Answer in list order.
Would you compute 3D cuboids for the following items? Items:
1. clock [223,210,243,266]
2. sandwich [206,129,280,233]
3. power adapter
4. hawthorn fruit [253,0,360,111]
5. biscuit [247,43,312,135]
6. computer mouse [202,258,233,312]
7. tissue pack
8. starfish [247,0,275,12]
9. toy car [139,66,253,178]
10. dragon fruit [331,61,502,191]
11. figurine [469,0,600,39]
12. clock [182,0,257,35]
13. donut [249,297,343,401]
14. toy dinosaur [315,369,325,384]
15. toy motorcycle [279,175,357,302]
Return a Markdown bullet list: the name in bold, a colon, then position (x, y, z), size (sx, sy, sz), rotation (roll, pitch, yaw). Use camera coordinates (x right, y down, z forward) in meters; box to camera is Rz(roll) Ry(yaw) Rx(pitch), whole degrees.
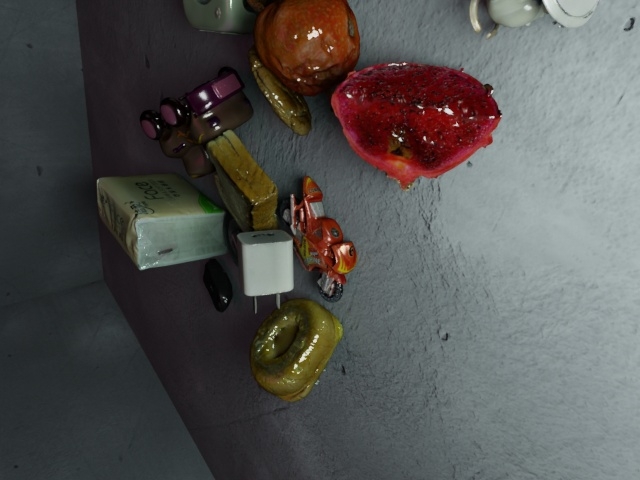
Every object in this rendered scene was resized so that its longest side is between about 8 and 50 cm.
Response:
- **clock**: position (-0.248, -0.006, 1.386), size (0.214, 0.041, 0.215), rotation (22, 120, 45)
- **sandwich**: position (-0.212, -0.137, 1.157), size (0.249, 0.095, 0.273), rotation (52, 162, 16)
- **power adapter**: position (-0.140, 0.087, 1.076), size (0.125, 0.129, 0.205), rotation (-144, 52, -64)
- **hawthorn fruit**: position (-0.007, -0.373, 0.851), size (0.207, 0.207, 0.243), rotation (18, 144, 46)
- **biscuit**: position (-0.084, -0.339, 0.950), size (0.042, 0.226, 0.226), rotation (-28, 79, 20)
- **computer mouse**: position (-0.377, 0.167, 1.583), size (0.217, 0.073, 0.122), rotation (55, 136, 32)
- **tissue pack**: position (-0.565, -0.088, 1.516), size (0.404, 0.331, 0.206), rotation (32, 122, 40)
- **starfish**: position (-0.086, -0.560, 0.971), size (0.238, 0.071, 0.216), rotation (13, 108, 37)
- **toy car**: position (-0.329, -0.325, 1.227), size (0.340, 0.271, 0.241), rotation (-8, 121, 44)
- **dragon fruit**: position (0.156, -0.195, 0.746), size (0.261, 0.134, 0.212), rotation (15, 137, 9)
- **figurine**: position (0.275, -0.332, 0.575), size (0.153, 0.132, 0.133), rotation (12, 113, 62)
- **clock**: position (-0.259, -0.711, 1.089), size (0.265, 0.108, 0.325), rotation (33, 126, 42)
- **donut**: position (-0.075, 0.275, 1.111), size (0.208, 0.262, 0.128), rotation (20, 160, 39)
- **toy dinosaur**: position (-0.039, 0.315, 1.194), size (0.187, 0.106, 0.044), rotation (52, 140, 24)
- **toy motorcycle**: position (-0.002, 0.001, 1.047), size (0.171, 0.089, 0.298), rotation (-45, 67, 47)
